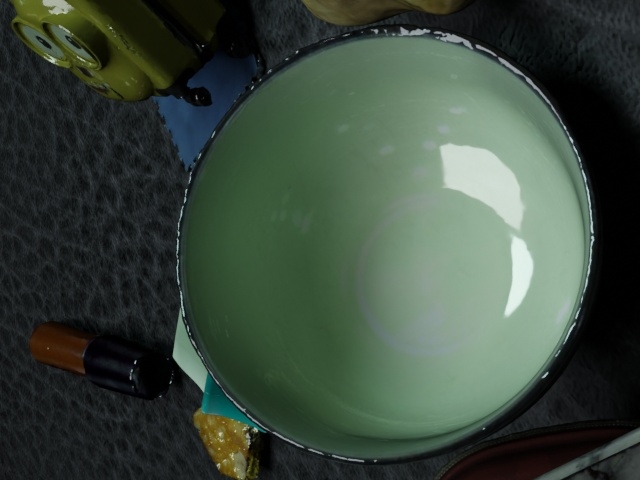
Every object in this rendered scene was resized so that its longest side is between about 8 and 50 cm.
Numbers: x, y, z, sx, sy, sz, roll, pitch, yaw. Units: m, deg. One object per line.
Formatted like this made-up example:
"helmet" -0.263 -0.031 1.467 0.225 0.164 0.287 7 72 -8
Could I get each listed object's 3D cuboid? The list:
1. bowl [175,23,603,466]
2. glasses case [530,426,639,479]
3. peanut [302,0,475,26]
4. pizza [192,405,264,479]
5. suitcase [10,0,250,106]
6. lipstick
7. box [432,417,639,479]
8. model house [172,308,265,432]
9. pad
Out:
"bowl" 0.074 0.016 1.289 0.354 0.354 0.185 61 -169 20
"glasses case" 0.224 0.199 1.122 0.114 0.299 0.060 59 -167 -9
"peanut" 0.061 -0.238 1.284 0.253 0.137 0.122 4 121 42
"pizza" -0.108 0.244 1.930 0.160 0.036 0.099 -2 103 60
"suitcase" -0.220 -0.240 1.651 0.235 0.143 0.194 43 165 -30
"lipstick" -0.322 0.165 2.210 0.418 0.077 0.077 6 110 60
"box" 0.222 0.338 1.238 0.108 0.263 0.403 -51 -49 -75
"model house" -0.079 0.132 1.731 0.149 0.127 0.100 54 146 34
"pad" -0.163 -0.245 1.789 0.269 0.012 0.270 65 150 12
